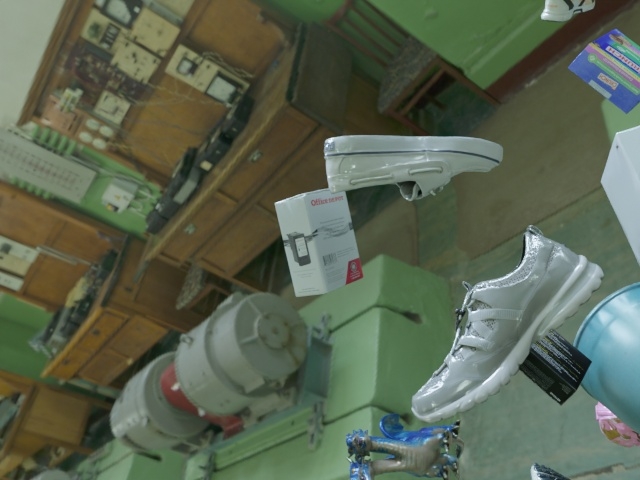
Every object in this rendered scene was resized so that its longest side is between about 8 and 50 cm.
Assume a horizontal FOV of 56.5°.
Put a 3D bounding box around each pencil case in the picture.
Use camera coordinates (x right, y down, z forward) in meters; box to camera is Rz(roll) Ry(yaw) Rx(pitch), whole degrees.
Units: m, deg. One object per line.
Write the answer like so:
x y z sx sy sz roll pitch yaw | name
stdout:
0.860 0.423 1.484 0.160 0.167 0.386 -37 -12 -23 | pencil case

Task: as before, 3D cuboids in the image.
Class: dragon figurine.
0.132 0.308 0.892 0.144 0.289 0.085 0 83 23 | dragon figurine

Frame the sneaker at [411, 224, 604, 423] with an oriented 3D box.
0.205 0.104 0.733 0.281 0.115 0.105 -45 -12 -2 | sneaker

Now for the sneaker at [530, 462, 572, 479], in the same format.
0.379 0.465 0.942 0.122 0.110 0.283 -63 2 12 | sneaker

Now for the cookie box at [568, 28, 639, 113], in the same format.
0.369 -0.210 0.732 0.107 0.092 0.040 -33 -17 -42 | cookie box

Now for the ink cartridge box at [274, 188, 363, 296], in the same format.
0.000 0.000 0.922 0.063 0.109 0.150 -11 93 37 | ink cartridge box

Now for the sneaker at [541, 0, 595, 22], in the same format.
0.310 -0.302 0.732 0.040 0.043 0.109 22 42 34 | sneaker

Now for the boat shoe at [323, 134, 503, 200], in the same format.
0.136 -0.100 0.844 0.096 0.267 0.088 -179 87 -69 | boat shoe

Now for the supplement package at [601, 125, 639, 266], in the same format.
0.676 -0.104 1.048 0.263 0.198 0.199 -17 66 11 | supplement package

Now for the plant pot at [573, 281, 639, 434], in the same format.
0.625 0.245 1.025 0.271 0.272 0.255 -56 16 14 | plant pot

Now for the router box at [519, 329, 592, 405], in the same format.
0.380 0.189 1.052 0.133 0.179 0.046 -19 -34 -53 | router box
